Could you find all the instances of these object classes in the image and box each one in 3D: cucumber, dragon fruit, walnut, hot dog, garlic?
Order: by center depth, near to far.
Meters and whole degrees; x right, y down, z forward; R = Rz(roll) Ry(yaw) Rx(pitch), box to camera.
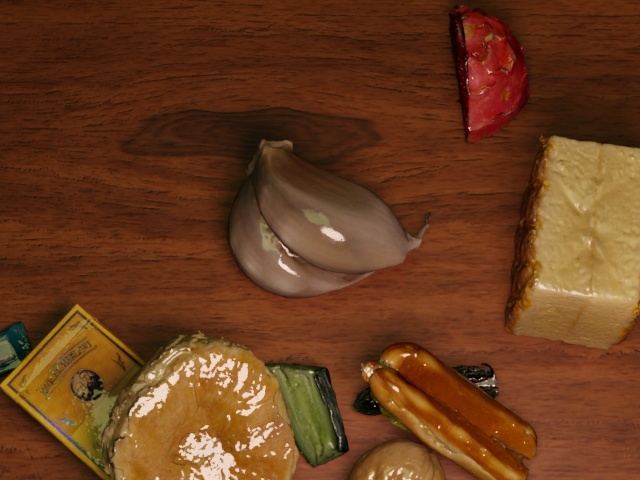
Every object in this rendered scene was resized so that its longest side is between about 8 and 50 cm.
[{"bbox_3d":[0.120,0.396,1.870,0.166,0.149,0.167,-2,101,-11],"label":"walnut"},{"bbox_3d":[0.203,0.279,1.884,0.337,0.100,0.135,35,62,-14],"label":"hot dog"},{"bbox_3d":[-0.010,0.274,1.956,0.115,0.085,0.193,-36,65,36],"label":"cucumber"},{"bbox_3d":[0.173,0.249,1.967,0.245,0.067,0.067,-7,68,2],"label":"cucumber"},{"bbox_3d":[0.000,0.000,2.038,0.340,0.231,0.246,25,25,-4],"label":"garlic"},{"bbox_3d":[0.309,-0.328,2.161,0.189,0.163,0.262,3,65,-26],"label":"dragon fruit"}]

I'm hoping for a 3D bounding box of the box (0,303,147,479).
[{"bbox_3d":[-0.360,0.274,1.967,0.301,0.084,0.193,37,73,16],"label":"box"}]

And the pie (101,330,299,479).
[{"bbox_3d":[-0.185,0.321,1.873,0.339,0.083,0.340,1,87,-24],"label":"pie"}]

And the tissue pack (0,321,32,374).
[{"bbox_3d":[-0.572,0.202,2.039,0.138,0.028,0.085,-21,72,-11],"label":"tissue pack"}]

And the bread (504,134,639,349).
[{"bbox_3d":[0.431,0.009,1.941,0.207,0.279,0.279,10,67,4],"label":"bread"}]
